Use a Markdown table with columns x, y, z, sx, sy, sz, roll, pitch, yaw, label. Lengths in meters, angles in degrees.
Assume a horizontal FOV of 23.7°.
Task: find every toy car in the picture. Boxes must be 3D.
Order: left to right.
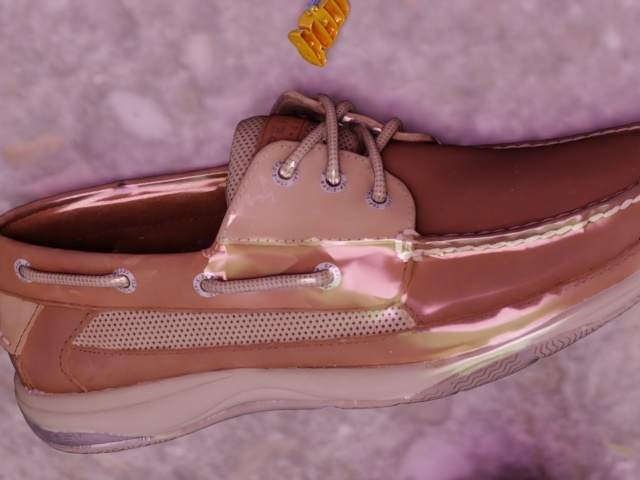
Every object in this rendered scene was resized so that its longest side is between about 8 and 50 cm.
| x | y | z | sx | sy | sz | roll | pitch | yaw | label |
| --- | --- | --- | --- | --- | --- | --- | --- | --- | --- |
| -0.041 | -0.126 | 0.641 | 0.122 | 0.060 | 0.040 | 42 | 71 | -33 | toy car |

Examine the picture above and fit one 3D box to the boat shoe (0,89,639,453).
| x | y | z | sx | sy | sz | roll | pitch | yaw | label |
| --- | --- | --- | --- | --- | --- | --- | --- | --- | --- |
| 0.000 | 0.000 | 0.647 | 0.325 | 0.123 | 0.116 | -16 | 113 | 13 | boat shoe |
